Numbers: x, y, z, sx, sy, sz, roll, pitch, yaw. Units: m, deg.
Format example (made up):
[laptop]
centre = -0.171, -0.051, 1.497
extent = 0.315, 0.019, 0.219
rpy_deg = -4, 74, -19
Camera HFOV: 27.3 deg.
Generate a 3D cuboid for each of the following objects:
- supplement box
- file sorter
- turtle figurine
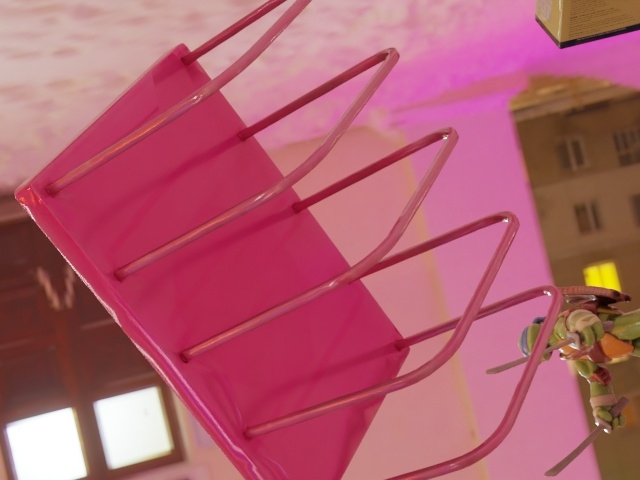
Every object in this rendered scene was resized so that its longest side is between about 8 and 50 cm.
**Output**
[supplement box]
centre = 0.241, -0.228, 1.174
extent = 0.083, 0.083, 0.056
rpy_deg = -15, -137, -11
[file sorter]
centre = 0.000, 0.000, 0.852
extent = 0.182, 0.291, 0.202
rpy_deg = -25, -161, 36
[turtle figurine]
centre = 0.377, 0.163, 1.651
extent = 0.266, 0.198, 0.275
rpy_deg = -15, -165, 23
